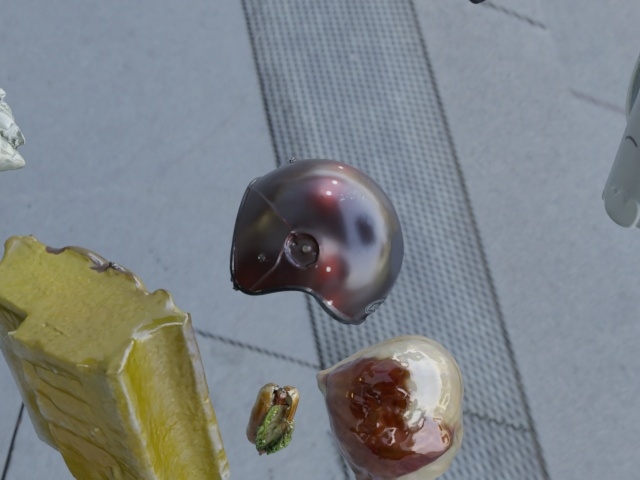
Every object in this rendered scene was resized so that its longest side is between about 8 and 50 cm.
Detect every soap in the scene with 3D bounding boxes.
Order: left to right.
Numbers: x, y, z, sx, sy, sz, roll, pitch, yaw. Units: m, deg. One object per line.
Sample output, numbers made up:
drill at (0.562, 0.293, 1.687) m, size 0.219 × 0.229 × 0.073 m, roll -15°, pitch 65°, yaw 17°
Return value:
soap at (-0.240, 0.153, 1.333) m, size 0.259 × 0.281 × 0.143 m, roll 23°, pitch 53°, yaw 32°

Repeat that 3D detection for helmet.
helmet at (0.000, 0.000, 1.464) m, size 0.216 × 0.193 × 0.189 m, roll 53°, pitch 17°, yaw 11°

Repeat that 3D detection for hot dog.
hot dog at (-0.058, 0.221, 1.490) m, size 0.056 × 0.133 × 0.041 m, roll 7°, pitch 46°, yaw -13°

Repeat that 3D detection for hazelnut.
hazelnut at (0.106, 0.254, 1.911) m, size 0.241 × 0.261 × 0.261 m, roll 7°, pitch 57°, yaw 11°

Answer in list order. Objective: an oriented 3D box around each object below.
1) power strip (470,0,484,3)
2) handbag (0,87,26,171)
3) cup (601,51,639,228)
power strip at (0.120, -0.163, 0.637) m, size 0.029 × 0.111 × 0.038 m, roll 53°, pitch 28°, yaw -24°
handbag at (-0.326, -0.094, 0.968) m, size 0.173 × 0.117 × 0.095 m, roll -10°, pitch 47°, yaw 18°
cup at (0.405, -0.131, 1.214) m, size 0.219 × 0.258 × 0.290 m, roll 5°, pitch 24°, yaw -21°
